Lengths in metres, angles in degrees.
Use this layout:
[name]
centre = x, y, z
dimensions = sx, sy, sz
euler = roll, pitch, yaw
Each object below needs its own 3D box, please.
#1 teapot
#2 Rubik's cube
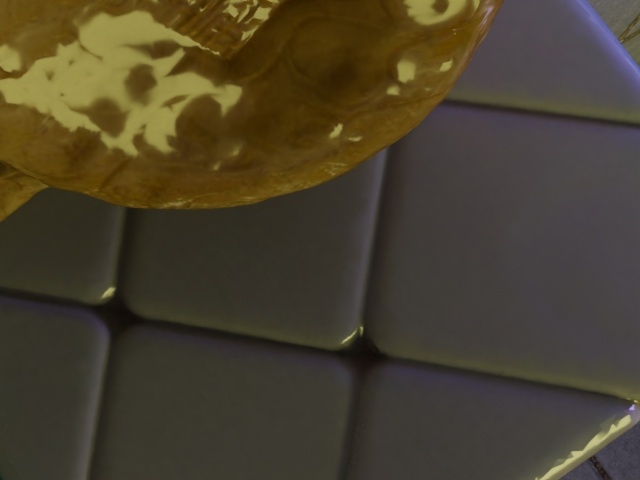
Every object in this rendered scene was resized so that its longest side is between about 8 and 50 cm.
[teapot]
centre = -0.051, -0.119, 0.371
dimensions = 0.203, 0.167, 0.311
euler = 22, 132, -37
[Rubik's cube]
centre = 0.000, 0.000, 0.590
dimensions = 0.319, 0.322, 0.316
euler = -37, 171, 5
